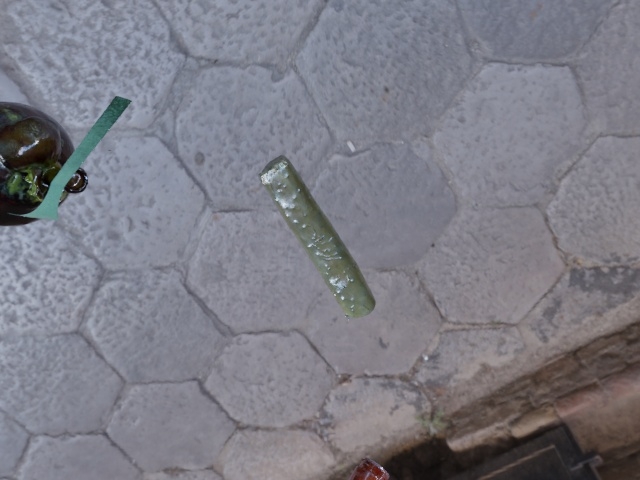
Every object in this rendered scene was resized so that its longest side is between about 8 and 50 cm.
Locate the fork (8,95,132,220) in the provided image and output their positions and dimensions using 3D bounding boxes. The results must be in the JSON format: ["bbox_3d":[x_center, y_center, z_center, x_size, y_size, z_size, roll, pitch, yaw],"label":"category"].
[{"bbox_3d":[-0.195,-0.045,0.395,0.039,0.021,0.235,5,161,-40],"label":"fork"}]

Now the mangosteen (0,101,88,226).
[{"bbox_3d":[-0.537,-0.123,0.947,0.289,0.231,0.231,27,122,28],"label":"mangosteen"}]

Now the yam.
[{"bbox_3d":[0.000,0.000,1.047,0.083,0.083,0.371,-26,111,12],"label":"yam"}]

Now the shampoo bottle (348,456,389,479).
[{"bbox_3d":[0.008,0.358,0.606,0.108,0.221,0.051,13,143,41],"label":"shampoo bottle"}]
